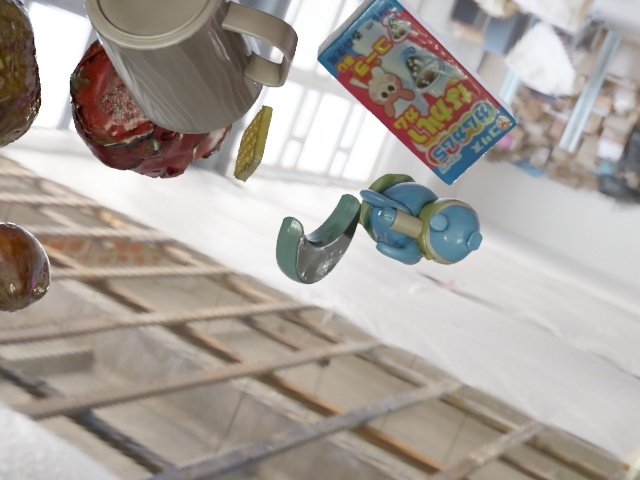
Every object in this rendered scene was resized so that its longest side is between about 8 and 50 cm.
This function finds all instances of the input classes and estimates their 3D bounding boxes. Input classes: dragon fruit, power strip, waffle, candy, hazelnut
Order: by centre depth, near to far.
[{"bbox_3d":[-0.099,-0.134,1.550,0.021,0.092,0.135,15,161,-13],"label":"waffle"},{"bbox_3d":[0.154,-0.248,1.725,0.306,0.157,0.100,42,-162,-15],"label":"candy"},{"bbox_3d":[0.000,0.000,1.747,0.044,0.137,0.216,26,-155,26],"label":"power strip"},{"bbox_3d":[-0.305,-0.263,1.989,0.295,0.296,0.301,27,-162,31],"label":"dragon fruit"},{"bbox_3d":[-0.613,0.051,2.100,0.182,0.182,0.182,21,-171,-4],"label":"hazelnut"}]

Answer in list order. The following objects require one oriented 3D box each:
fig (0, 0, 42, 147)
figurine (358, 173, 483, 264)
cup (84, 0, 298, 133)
[{"bbox_3d":[-0.634,-0.258,1.732,0.368,0.286,0.286,-19,-155,-17],"label":"fig"},{"bbox_3d":[0.165,-0.036,1.898,0.179,0.154,0.262,-4,-170,-22],"label":"figurine"},{"bbox_3d":[-0.188,-0.284,1.577,0.288,0.208,0.273,41,170,19],"label":"cup"}]
